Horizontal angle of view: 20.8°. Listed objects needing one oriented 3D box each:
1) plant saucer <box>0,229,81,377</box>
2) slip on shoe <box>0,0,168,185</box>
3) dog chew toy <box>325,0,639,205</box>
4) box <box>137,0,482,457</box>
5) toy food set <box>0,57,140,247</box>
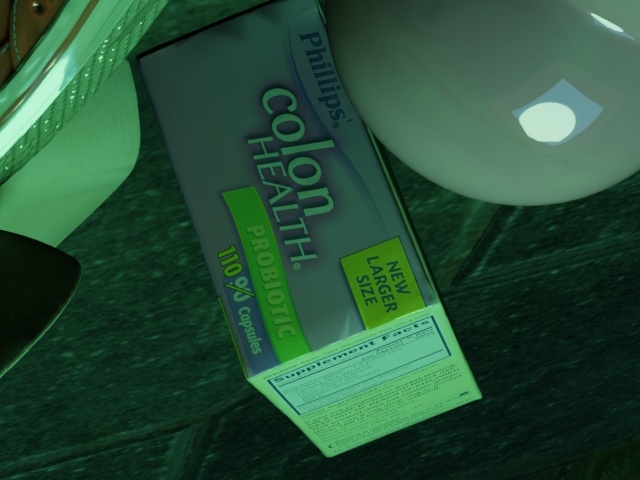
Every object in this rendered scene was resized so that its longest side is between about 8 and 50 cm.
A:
[{"bbox_3d":[-0.260,0.078,0.848,0.311,0.050,0.310,-30,-166,9],"label":"plant saucer"},{"bbox_3d":[-0.148,-0.102,0.805,0.331,0.101,0.123,-47,-178,29],"label":"slip on shoe"},{"bbox_3d":[0.146,-0.167,0.853,0.207,0.206,0.332,-1,144,-41],"label":"dog chew toy"},{"bbox_3d":[0.000,0.000,1.099,0.117,0.213,0.243,-22,160,3],"label":"box"},{"bbox_3d":[-0.269,-0.011,1.037,0.220,0.092,0.306,-14,164,-42],"label":"toy food set"}]
